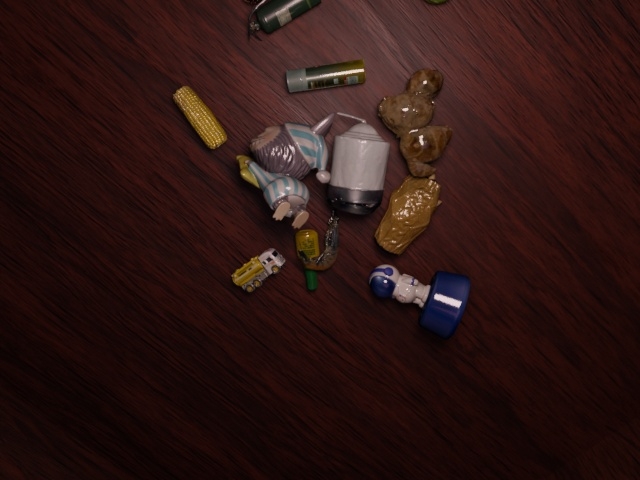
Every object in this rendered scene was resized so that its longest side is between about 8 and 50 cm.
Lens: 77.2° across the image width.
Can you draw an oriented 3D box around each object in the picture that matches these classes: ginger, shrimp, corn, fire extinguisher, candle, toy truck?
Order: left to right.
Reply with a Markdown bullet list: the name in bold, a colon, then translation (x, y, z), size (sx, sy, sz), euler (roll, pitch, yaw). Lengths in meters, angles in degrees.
- **corn**: translation (-0.453, -0.464, 1.525), size (0.093, 0.093, 0.244), euler (-32, 103, 11)
- **toy truck**: translation (-0.262, 0.125, 1.696), size (0.227, 0.098, 0.114), euler (-36, 97, 14)
- **fire extinguisher**: translation (-0.147, -0.804, 1.409), size (0.294, 0.093, 0.118), euler (-26, 146, 11)
- **shrimp**: translation (0.000, 0.000, 1.626), size (0.198, 0.051, 0.262), euler (-3, 108, -40)
- **candle**: translation (0.143, -0.284, 1.490), size (0.221, 0.221, 0.342), euler (8, 106, 0)
- **ginger**: translation (0.358, -0.415, 1.464), size (0.256, 0.176, 0.375), euler (-18, 102, -5)

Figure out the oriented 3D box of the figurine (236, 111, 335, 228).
- **figurine**: translation (-0.082, -0.304, 1.418), size (0.266, 0.361, 0.377), euler (19, 119, -48)

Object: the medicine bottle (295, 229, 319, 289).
- **medicine bottle**: translation (-0.047, 0.085, 1.691), size (0.095, 0.064, 0.260), euler (-6, 106, -1)

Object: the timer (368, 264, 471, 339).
- **timer**: translation (0.382, 0.214, 1.643), size (0.384, 0.270, 0.270), euler (19, 107, 12)

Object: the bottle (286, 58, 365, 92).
- **bottle**: translation (0.019, -0.601, 1.469), size (0.286, 0.082, 0.082), euler (-7, 107, 4)

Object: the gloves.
- **gloves**: translation (0.351, -0.105, 1.569), size (0.203, 0.155, 0.356), euler (24, 100, -17)

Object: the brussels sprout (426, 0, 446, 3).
- **brussels sprout**: translation (0.395, -0.882, 1.349), size (0.155, 0.117, 0.155), euler (-2, 114, -5)

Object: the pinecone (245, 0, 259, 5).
- **pinecone**: translation (-0.232, -0.869, 1.399), size (0.083, 0.077, 0.077), euler (4, 113, 44)
